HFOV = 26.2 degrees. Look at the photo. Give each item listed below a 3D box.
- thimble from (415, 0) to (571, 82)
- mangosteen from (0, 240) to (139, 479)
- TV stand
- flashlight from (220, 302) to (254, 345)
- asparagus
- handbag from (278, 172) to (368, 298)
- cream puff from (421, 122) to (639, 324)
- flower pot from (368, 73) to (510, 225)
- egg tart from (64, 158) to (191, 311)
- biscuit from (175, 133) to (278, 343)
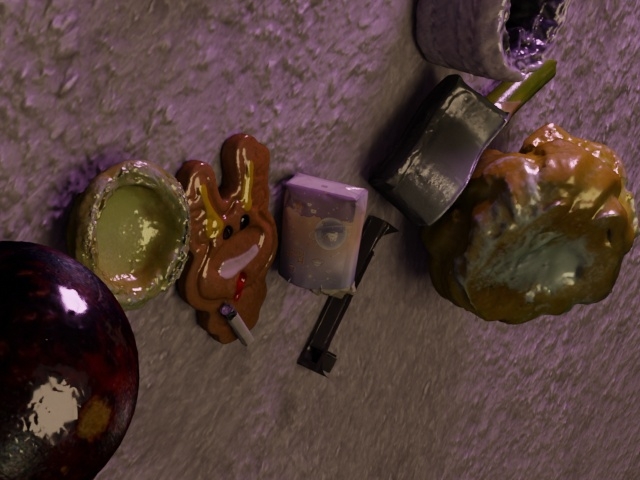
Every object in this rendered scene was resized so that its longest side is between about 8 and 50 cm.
[{"bbox_3d":[0.268,-0.365,2.075,0.246,0.157,0.217,-61,144,-10],"label":"thimble"},{"bbox_3d":[-0.356,0.125,1.422,0.306,0.306,0.359,-51,120,-22],"label":"mangosteen"},{"bbox_3d":[0.046,0.087,2.125,0.049,0.040,0.256,34,80,-54],"label":"TV stand"},{"bbox_3d":[-0.115,0.116,1.889,0.018,0.018,0.083,-46,143,-14],"label":"flashlight"},{"bbox_3d":[0.297,-0.225,2.268,0.277,0.067,0.060,-44,111,-35],"label":"asparagus"},{"bbox_3d":[0.000,0.000,1.955,0.095,0.117,0.173,-44,144,-59],"label":"handbag"},{"bbox_3d":[0.333,-0.041,2.242,0.378,0.275,0.378,-11,139,-10],"label":"cream puff"},{"bbox_3d":[0.182,-0.140,2.098,0.108,0.103,0.229,39,73,-16],"label":"flower pot"},{"bbox_3d":[-0.240,-0.013,1.673,0.197,0.078,0.197,-27,126,-44],"label":"egg tart"},{"bbox_3d":[-0.123,0.007,1.865,0.186,0.044,0.295,-34,132,-35],"label":"biscuit"}]
